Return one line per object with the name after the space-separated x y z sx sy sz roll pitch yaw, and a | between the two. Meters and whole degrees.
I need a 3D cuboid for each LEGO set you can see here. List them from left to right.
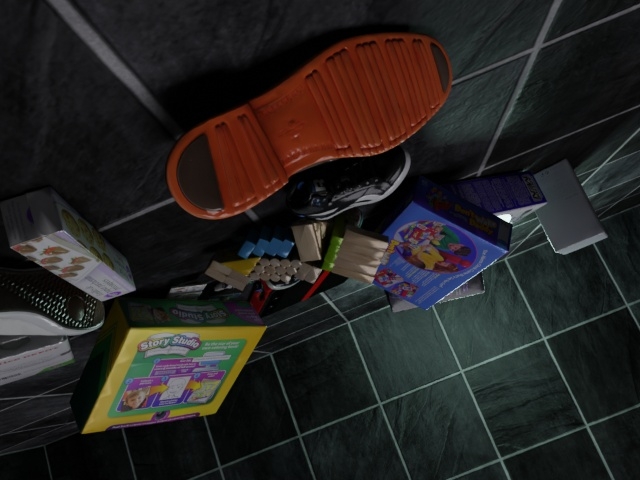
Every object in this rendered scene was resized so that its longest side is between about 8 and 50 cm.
-0.242 0.102 1.272 0.244 0.060 0.182 -5 163 -23 | LEGO set

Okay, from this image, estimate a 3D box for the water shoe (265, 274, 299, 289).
-0.043 0.051 1.299 0.203 0.073 0.080 -25 167 -28 | water shoe

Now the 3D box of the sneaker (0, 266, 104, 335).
-0.469 0.095 0.826 0.123 0.106 0.290 -17 159 18 | sneaker

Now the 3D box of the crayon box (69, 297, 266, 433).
-0.354 0.289 1.275 0.362 0.106 0.313 9 118 -46 | crayon box

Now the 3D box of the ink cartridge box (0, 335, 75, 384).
-0.567 0.197 1.022 0.160 0.093 0.219 -15 163 -26 | ink cartridge box

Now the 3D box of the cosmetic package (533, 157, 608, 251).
0.700 -0.088 1.535 0.138 0.225 0.224 -29 163 26 | cosmetic package

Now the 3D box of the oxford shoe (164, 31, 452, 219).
-0.015 -0.147 0.626 0.363 0.130 0.132 -25 -161 -15 | oxford shoe

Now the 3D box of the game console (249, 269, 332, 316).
-0.030 0.106 1.549 0.341 0.060 0.386 -22 167 -21 | game console

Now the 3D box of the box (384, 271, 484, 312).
0.310 0.079 1.540 0.270 0.165 0.143 -13 -158 2 | box

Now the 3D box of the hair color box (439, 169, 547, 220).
0.390 -0.077 1.373 0.338 0.110 0.185 -10 161 -32 | hair color box

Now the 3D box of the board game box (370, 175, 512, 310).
0.239 0.023 1.252 0.233 0.078 0.347 27 146 -7 | board game box

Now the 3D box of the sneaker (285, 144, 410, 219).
0.036 -0.092 0.883 0.216 0.079 0.121 -29 165 31 | sneaker

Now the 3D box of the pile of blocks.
-0.047 0.002 1.053 0.361 0.113 0.149 -4 125 8 | pile of blocks

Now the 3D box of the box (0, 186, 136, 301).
-0.346 0.019 0.772 0.063 0.067 0.324 -19 164 -9 | box

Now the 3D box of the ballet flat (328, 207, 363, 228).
0.000 0.000 1.160 0.077 0.091 0.241 13 145 -26 | ballet flat
